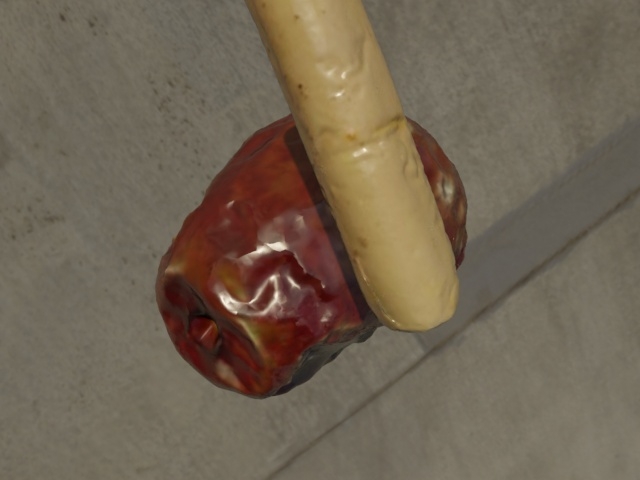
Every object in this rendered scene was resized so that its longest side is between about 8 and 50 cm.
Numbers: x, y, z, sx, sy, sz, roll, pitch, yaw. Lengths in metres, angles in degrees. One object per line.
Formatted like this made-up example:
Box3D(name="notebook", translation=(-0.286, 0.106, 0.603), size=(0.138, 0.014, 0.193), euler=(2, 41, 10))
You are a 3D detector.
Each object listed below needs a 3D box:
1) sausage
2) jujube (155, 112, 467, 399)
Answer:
Box3D(name="sausage", translation=(0.007, -0.084, 0.472), size=(0.066, 0.066, 0.301), euler=(-27, 104, -12))
Box3D(name="jujube", translation=(0.001, -0.001, 0.927), size=(0.377, 0.276, 0.276), euler=(-46, 142, -40))
